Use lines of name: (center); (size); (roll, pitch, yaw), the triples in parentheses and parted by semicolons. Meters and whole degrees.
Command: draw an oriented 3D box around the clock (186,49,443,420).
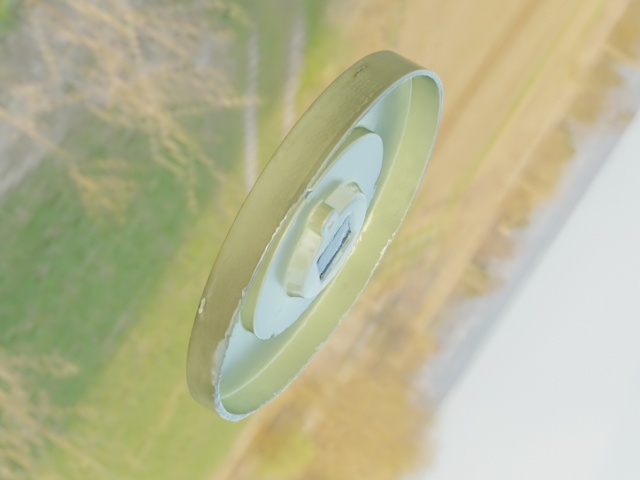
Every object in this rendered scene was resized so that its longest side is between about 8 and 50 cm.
clock: (0.000, 0.000, 1.150); (0.235, 0.029, 0.235); (-52, 162, -25)
